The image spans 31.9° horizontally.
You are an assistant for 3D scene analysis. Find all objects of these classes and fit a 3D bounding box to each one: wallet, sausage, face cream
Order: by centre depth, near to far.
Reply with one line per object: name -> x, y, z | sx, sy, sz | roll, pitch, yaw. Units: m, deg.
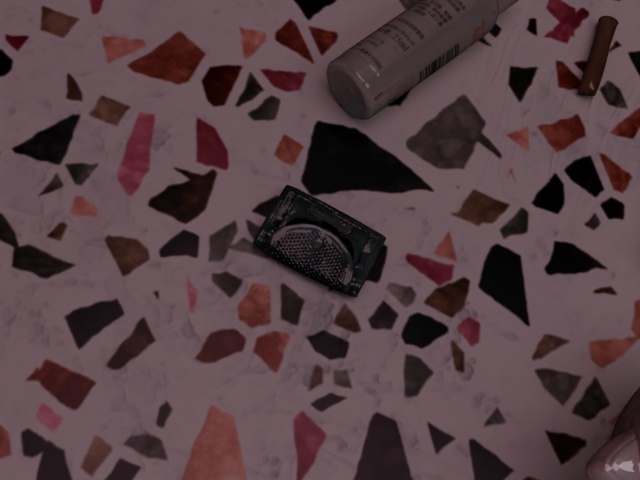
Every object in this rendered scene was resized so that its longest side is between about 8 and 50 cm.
wallet -> 0.000, 0.000, 1.231 | 0.129, 0.026, 0.088 | 28, 67, 3
face cream -> 0.130, -0.244, 1.320 | 0.269, 0.082, 0.082 | -36, 78, -19
sausage -> 0.341, -0.226, 1.377 | 0.026, 0.026, 0.116 | 22, 68, 0

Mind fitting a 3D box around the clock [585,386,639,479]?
clock -> 0.436, 0.274, 1.063 | 0.376, 0.250, 0.368 | 46, 60, 4
